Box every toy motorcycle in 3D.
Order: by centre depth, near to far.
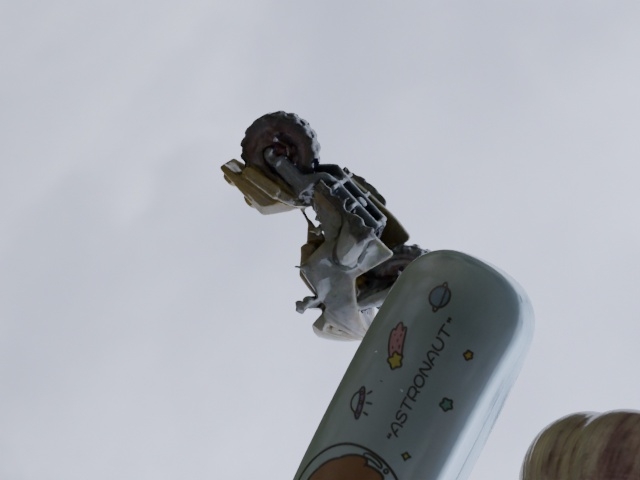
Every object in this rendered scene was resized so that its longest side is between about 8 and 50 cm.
[{"bbox_3d":[0.000,0.000,1.453,0.130,0.229,0.094,-44,179,27],"label":"toy motorcycle"}]

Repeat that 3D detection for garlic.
[{"bbox_3d":[0.271,0.290,1.501,0.245,0.245,0.253,-16,-145,54],"label":"garlic"}]

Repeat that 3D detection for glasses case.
[{"bbox_3d":[0.037,0.089,0.761,0.067,0.045,0.178,30,-82,28],"label":"glasses case"}]
